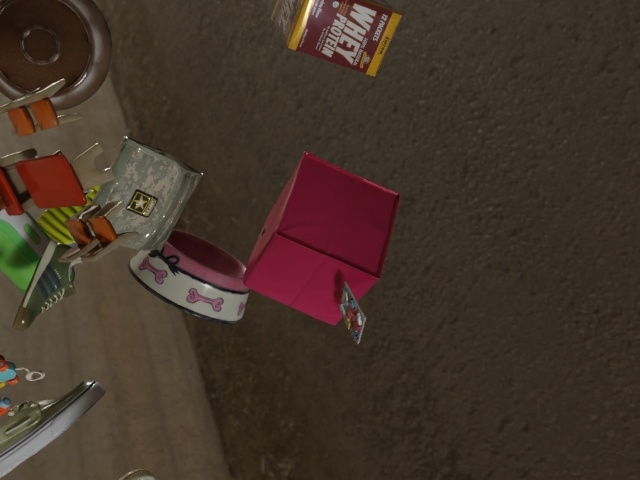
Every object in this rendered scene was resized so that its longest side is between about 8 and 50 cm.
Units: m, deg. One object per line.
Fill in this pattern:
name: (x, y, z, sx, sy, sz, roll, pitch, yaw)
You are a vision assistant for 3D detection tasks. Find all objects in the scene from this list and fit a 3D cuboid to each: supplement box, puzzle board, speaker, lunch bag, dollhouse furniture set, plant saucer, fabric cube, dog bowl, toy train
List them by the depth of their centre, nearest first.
dollhouse furniture set: (-0.446, -0.087, 1.138, 0.259, 0.135, 0.262, -2, 117, 43)
toy train: (-0.565, 0.251, 1.274, 0.166, 0.125, 0.046, -40, 49, 23)
supplement box: (0.025, -0.441, 1.438, 0.129, 0.191, 0.194, -66, 25, 26)
speaker: (-0.636, 0.001, 1.516, 0.131, 0.131, 0.296, 61, 177, 45)
puzzle board: (0.065, 0.157, 1.566, 0.096, 0.011, 0.128, 61, 161, 27)
plant saucer: (-0.645, -0.454, 1.692, 0.050, 0.311, 0.310, -115, 40, -73)
fabric cube: (0.000, 0.000, 1.706, 0.258, 0.259, 0.254, 126, 166, -55)
lunch bag: (-0.427, -0.107, 1.721, 0.235, 0.169, 0.287, -61, -9, 4)
dog bowl: (-0.403, 0.103, 2.362, 0.150, 0.408, 0.408, -61, 35, 9)

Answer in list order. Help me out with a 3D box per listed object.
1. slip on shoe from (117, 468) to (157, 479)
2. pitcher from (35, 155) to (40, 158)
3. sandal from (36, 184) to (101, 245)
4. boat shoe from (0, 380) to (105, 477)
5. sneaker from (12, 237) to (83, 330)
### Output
slip on shoe: (-0.404, 0.511, 1.279, 0.331, 0.123, 0.101, -52, 53, 17)
pitcher: (-0.819, -0.134, 1.926, 0.125, 0.207, 0.177, 119, 139, -69)
sandal: (-0.680, -0.065, 2.068, 0.126, 0.317, 0.138, 53, 139, -3)
boat shoe: (-0.551, 0.353, 1.372, 0.094, 0.302, 0.109, 54, 167, -1)
sneaker: (-0.518, 0.093, 1.410, 0.064, 0.086, 0.192, -33, 38, 56)
